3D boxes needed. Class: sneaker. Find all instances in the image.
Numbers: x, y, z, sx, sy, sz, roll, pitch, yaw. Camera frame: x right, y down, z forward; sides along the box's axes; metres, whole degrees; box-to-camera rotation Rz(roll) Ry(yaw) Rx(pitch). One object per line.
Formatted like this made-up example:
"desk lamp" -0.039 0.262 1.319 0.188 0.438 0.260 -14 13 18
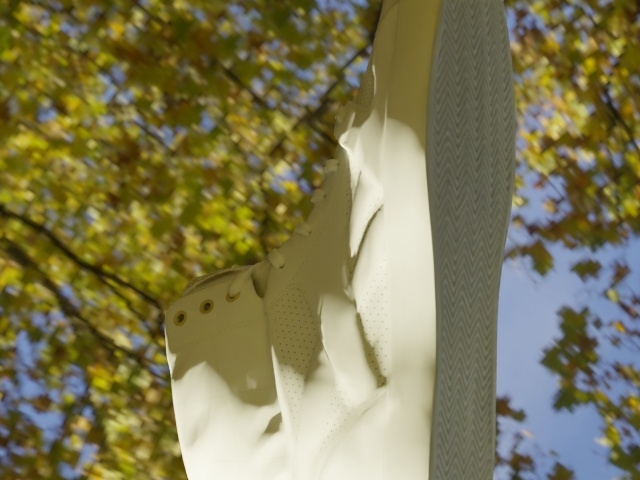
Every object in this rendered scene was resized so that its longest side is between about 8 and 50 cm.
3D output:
"sneaker" 0.000 0.000 0.851 0.169 0.108 0.293 2 -96 31
